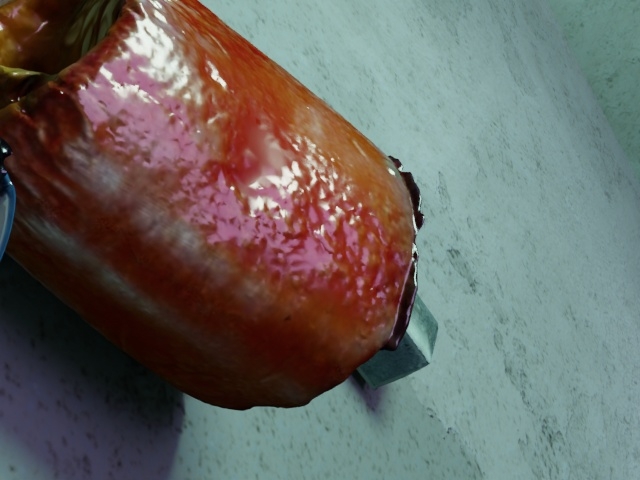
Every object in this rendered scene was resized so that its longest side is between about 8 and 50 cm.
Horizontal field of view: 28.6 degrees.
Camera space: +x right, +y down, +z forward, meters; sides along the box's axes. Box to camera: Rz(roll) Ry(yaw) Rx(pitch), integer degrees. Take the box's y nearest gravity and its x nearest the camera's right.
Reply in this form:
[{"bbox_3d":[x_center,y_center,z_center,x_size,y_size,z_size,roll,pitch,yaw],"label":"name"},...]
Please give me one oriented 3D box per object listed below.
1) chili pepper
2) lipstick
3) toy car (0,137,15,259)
[{"bbox_3d":[-0.094,-0.054,0.824,0.305,0.229,0.251,46,48,-35],"label":"chili pepper"},{"bbox_3d":[0.000,0.000,1.116,0.289,0.077,0.076,53,28,-22],"label":"lipstick"},{"bbox_3d":[-0.278,-0.025,0.522,0.166,0.198,0.314,43,10,32],"label":"toy car"}]
